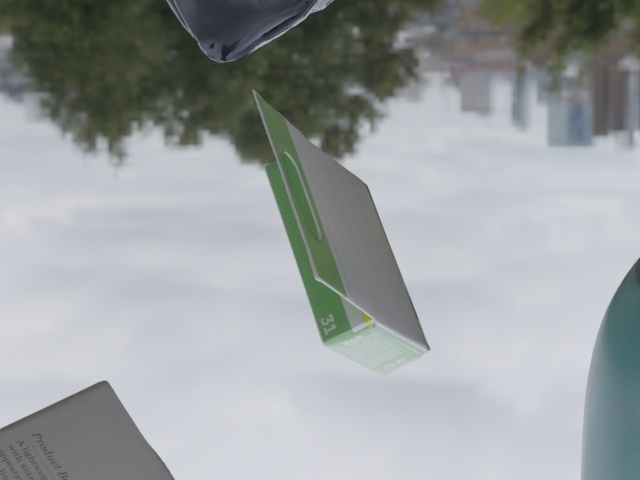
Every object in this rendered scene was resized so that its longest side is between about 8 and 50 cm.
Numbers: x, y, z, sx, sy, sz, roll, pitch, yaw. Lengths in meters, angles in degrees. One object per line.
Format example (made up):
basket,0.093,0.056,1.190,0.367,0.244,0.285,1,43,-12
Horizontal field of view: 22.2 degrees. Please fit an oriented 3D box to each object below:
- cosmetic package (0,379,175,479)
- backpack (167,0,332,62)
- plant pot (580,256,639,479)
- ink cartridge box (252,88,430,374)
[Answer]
cosmetic package,-0.193,0.211,1.037,0.184,0.151,0.151,-22,164,-46
backpack,-0.011,-0.317,1.191,0.273,0.290,0.355,-24,-174,16
plant pot,0.348,0.126,1.316,0.293,0.235,0.293,-6,-156,3
ink cartridge box,0.000,0.000,1.296,0.056,0.171,0.235,-27,154,17
